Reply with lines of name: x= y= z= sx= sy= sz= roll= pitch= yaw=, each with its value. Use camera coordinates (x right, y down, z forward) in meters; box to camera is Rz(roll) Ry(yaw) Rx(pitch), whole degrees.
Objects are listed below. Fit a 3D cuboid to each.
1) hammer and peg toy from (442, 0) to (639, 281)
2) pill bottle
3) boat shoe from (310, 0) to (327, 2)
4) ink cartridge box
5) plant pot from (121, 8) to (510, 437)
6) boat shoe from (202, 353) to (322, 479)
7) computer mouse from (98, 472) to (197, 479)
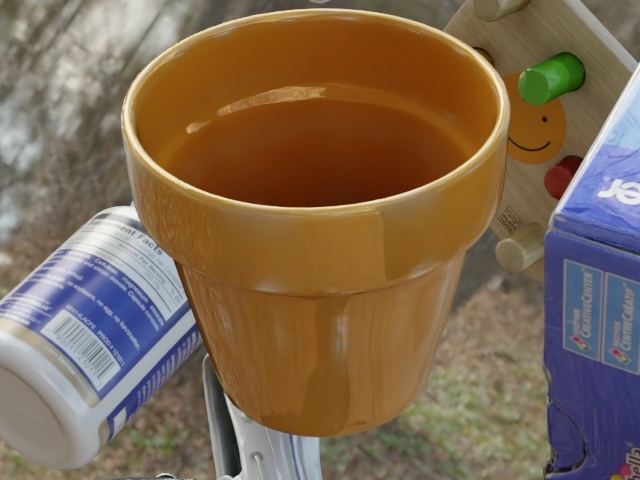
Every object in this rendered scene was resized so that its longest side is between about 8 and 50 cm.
hammer and peg toy: x=0.238 y=-0.077 z=1.467 sx=0.127 sy=0.266 sz=0.361 roll=-28 pitch=74 yaw=-43
pill bottle: x=-0.184 y=0.065 z=1.325 sx=0.153 sy=0.153 sz=0.264 roll=37 pitch=53 yaw=8
boat shoe: x=-0.011 y=-0.352 z=1.617 sx=0.066 sy=0.184 sz=0.063 roll=-1 pitch=2 yaw=-4
ink cartridge box: x=0.221 y=0.017 z=0.715 sx=0.151 sy=0.395 sz=0.270 roll=18 pitch=-39 yaw=25
plant pot: x=0.000 y=0.000 z=0.839 sx=0.205 sy=0.188 sz=0.205 roll=-1 pitch=37 yaw=1
boat shoe: x=-0.039 y=0.166 z=0.900 sx=0.076 sy=0.083 sz=0.226 roll=8 pitch=45 yaw=-18
computer mouse: x=-0.170 y=0.256 z=1.459 sx=0.184 sy=0.262 sz=0.060 roll=101 pitch=-31 yaw=-74
